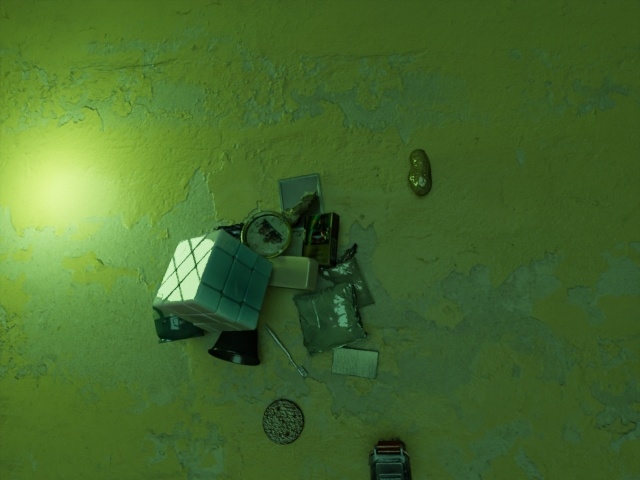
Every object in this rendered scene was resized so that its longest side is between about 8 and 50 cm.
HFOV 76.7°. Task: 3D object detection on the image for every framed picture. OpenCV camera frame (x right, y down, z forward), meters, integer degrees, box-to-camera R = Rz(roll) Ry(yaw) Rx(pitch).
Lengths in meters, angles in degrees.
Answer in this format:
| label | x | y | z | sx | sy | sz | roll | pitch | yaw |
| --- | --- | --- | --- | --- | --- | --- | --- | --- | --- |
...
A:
| label | x | y | z | sx | sy | sz | roll | pitch | yaw |
| --- | --- | --- | --- | --- | --- | --- | --- | --- | --- |
| framed picture | -0.092 | -0.179 | 1.951 | 0.216 | 0.017 | 0.275 | -7 | 79 | 7 |

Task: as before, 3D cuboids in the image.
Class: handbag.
| label | x | y | z | sx | sy | sz | roll | pitch | yaw |
| --- | --- | --- | --- | --- | --- | --- | --- | --- | --- |
| handbag | -0.388 | 0.002 | 1.914 | 0.259 | 0.113 | 0.162 | -7 | 75 | 3 |

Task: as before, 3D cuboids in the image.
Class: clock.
| label | x | y | z | sx | sy | sz | roll | pitch | yaw |
| --- | --- | --- | --- | --- | --- | --- | --- | --- | --- |
| clock | -0.241 | -0.021 | 1.834 | 0.236 | 0.057 | 0.238 | -1 | 71 | 4 |

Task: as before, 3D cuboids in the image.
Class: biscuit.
| label | x | y | z | sx | sy | sz | roll | pitch | yaw |
| --- | --- | --- | --- | --- | --- | --- | --- | --- | --- |
| biscuit | -0.164 | 0.799 | 1.786 | 0.187 | 0.027 | 0.188 | -1 | 79 | 7 |
| biscuit | 0.152 | 0.534 | 1.780 | 0.199 | 0.040 | 0.122 | 5 | 83 | 11 |

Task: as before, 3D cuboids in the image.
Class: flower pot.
| label | x | y | z | sx | sy | sz | roll | pitch | yaw |
| --- | --- | --- | --- | --- | --- | --- | --- | --- | --- |
| flower pot | -0.364 | 0.453 | 1.796 | 0.234 | 0.235 | 0.148 | 6 | 63 | 9 |

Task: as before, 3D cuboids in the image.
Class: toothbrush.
| label | x | y | z | sx | sy | sz | roll | pitch | yaw |
| --- | --- | --- | --- | --- | --- | --- | --- | --- | --- |
| toothbrush | -0.161 | 0.494 | 1.840 | 0.029 | 0.025 | 0.307 | -39 | 77 | -8 |

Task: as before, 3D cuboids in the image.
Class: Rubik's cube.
| label | x | y | z | sx | sy | sz | roll | pitch | yaw |
| --- | --- | --- | --- | --- | --- | --- | --- | --- | --- |
| Rubik's cube | -0.439 | 0.181 | 1.697 | 0.318 | 0.315 | 0.322 | -12 | 52 | 39 |

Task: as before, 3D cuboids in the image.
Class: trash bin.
| label | x | y | z | sx | sy | sz | roll | pitch | yaw |
| --- | --- | --- | --- | --- | --- | --- | --- | --- | --- |
| trash bin | 0.277 | 0.872 | 1.603 | 0.161 | 0.238 | 0.185 | -6 | 82 | 10 |

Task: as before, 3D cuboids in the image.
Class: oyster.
| label | x | y | z | sx | sy | sz | roll | pitch | yaw |
| --- | --- | --- | --- | --- | --- | --- | --- | --- | --- |
| oyster | -0.099 | -0.144 | 1.880 | 0.232 | 0.161 | 0.107 | -37 | 93 | 8 |

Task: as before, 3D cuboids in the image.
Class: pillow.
| label | x | y | z | sx | sy | sz | roll | pitch | yaw |
| --- | --- | --- | --- | --- | --- | --- | --- | --- | --- |
| pillow | 0.039 | 0.335 | 1.763 | 0.309 | 0.138 | 0.284 | -20 | 84 | 19 |
| pillow | 0.133 | 0.203 | 1.815 | 0.148 | 0.050 | 0.230 | -23 | 95 | 13 |

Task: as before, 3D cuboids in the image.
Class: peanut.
| label | x | y | z | sx | sy | sz | roll | pitch | yaw |
| --- | --- | --- | --- | --- | --- | --- | --- | --- | --- |
| peanut | 0.453 | -0.313 | 1.853 | 0.108 | 0.095 | 0.226 | -2 | 79 | 11 |

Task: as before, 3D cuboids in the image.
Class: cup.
| label | x | y | z | sx | sy | sz | roll | pitch | yaw |
| --- | --- | --- | --- | --- | --- | --- | --- | --- | --- |
| cup | -0.615 | 0.318 | 1.856 | 0.289 | 0.219 | 0.258 | -5 | 78 | -25 |

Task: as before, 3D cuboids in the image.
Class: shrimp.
| label | x | y | z | sx | sy | sz | roll | pitch | yaw |
| --- | --- | --- | --- | --- | --- | --- | --- | --- | --- |
| shrimp | 0.072 | 0.077 | 1.868 | 0.152 | 0.046 | 0.219 | 41 | 89 | 10 |

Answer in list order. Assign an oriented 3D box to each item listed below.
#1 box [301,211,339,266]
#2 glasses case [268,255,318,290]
| label | x | y | z | sx | sy | sz | roll | pitch | yaw |
| --- | --- | --- | --- | --- | --- | --- | --- | --- | --- |
| box | 0.000 | 0.000 | 1.828 | 0.159 | 0.071 | 0.241 | -7 | 72 | 37 |
| glasses case | -0.171 | 0.141 | 1.814 | 0.335 | 0.076 | 0.144 | 3 | 81 | 33 |
